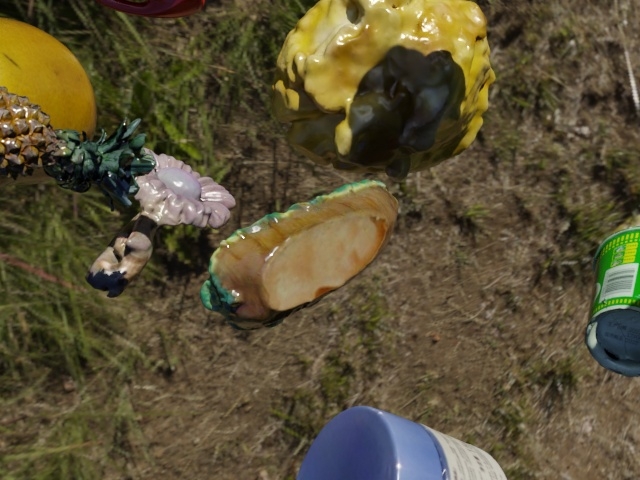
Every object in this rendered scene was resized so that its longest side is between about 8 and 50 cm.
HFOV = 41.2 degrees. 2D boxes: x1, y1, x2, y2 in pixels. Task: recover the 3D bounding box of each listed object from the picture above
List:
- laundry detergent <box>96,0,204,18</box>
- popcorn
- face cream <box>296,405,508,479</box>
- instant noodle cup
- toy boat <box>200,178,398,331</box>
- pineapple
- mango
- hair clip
[{"bbox_3d":[-0.186,-0.253,0.766,0.165,0.049,0.098,4,114,-5],"label":"laundry detergent"},{"bbox_3d":[0.104,-0.283,1.474,0.353,0.390,0.345,18,110,26],"label":"popcorn"},{"bbox_3d":[0.113,0.381,1.189,0.249,0.225,0.249,-43,32,36],"label":"face cream"},{"bbox_3d":[0.574,0.115,1.536,0.206,0.233,0.207,15,126,22],"label":"instant noodle cup"},{"bbox_3d":[0.010,-0.001,0.885,0.099,0.292,0.109,2,115,46],"label":"toy boat"},{"bbox_3d":[-0.264,-0.092,0.786,0.103,0.221,0.083,-49,33,47],"label":"pineapple"},{"bbox_3d":[-0.379,-0.159,1.015,0.172,0.317,0.211,-22,105,8],"label":"mango"},{"bbox_3d":[-0.210,-0.038,1.099,0.173,0.300,0.069,31,123,-8],"label":"hair clip"}]
